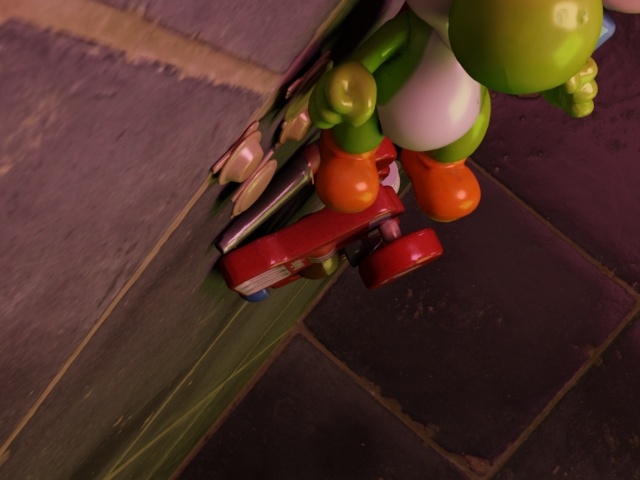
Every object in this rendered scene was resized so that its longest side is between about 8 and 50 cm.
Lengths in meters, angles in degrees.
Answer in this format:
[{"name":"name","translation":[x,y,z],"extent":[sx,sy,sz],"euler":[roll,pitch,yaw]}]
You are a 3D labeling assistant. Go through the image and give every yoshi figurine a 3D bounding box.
[{"name":"yoshi figurine","translation":[0.112,-0.131,0.799],"extent":[0.203,0.203,0.362],"euler":[-45,167,-34]}]

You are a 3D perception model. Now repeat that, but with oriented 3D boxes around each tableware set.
[{"name":"tableware set","translation":[-0.040,-0.089,0.855],"extent":[0.141,0.020,0.168],"euler":[-51,174,-12]}]

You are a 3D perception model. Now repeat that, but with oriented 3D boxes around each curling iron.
[{"name":"curling iron","translation":[-0.016,-0.075,1.065],"extent":[0.274,0.035,0.068],"euler":[-48,174,-29]}]

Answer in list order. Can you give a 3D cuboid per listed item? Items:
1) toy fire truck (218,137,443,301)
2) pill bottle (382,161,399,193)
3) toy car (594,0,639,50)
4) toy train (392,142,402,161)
[{"name":"toy fire truck","translation":[0.000,0.000,1.243],"extent":[0.254,0.169,0.302],"euler":[-24,175,-2]},{"name":"pill bottle","translation":[0.077,-0.084,1.538],"extent":[0.086,0.086,0.152],"euler":[-49,175,-16]},{"name":"toy car","translation":[0.308,-0.359,1.039],"extent":[0.219,0.210,0.238],"euler":[-41,-167,30]},{"name":"toy train","translation":[0.175,-0.205,1.578],"extent":[0.184,0.080,0.105],"euler":[-54,179,38]}]
